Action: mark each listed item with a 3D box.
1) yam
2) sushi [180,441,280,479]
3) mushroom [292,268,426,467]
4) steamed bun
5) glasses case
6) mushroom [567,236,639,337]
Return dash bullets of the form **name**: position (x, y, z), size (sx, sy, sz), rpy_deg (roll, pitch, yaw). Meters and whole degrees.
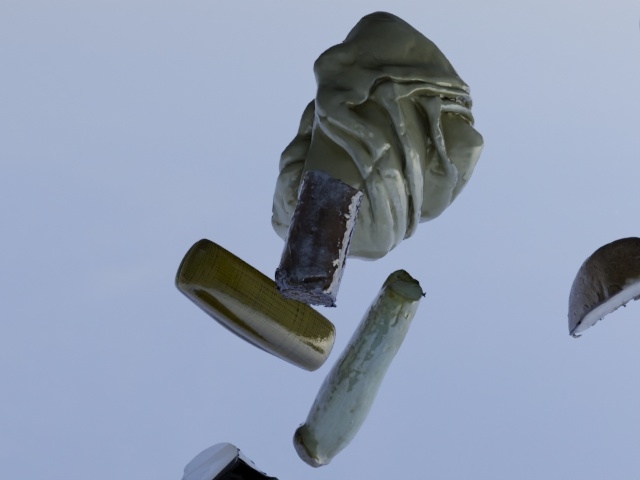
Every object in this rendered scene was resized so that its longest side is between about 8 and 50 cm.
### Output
- **yam**: position (-0.001, -0.001, 1.553), size (0.079, 0.141, 0.079), rpy_deg (16, 169, 3)
- **sushi**: position (-0.130, 0.414, 1.472), size (0.285, 0.329, 0.328), rpy_deg (-22, -173, -13)
- **mushroom**: position (0.053, 0.187, 1.927), size (0.081, 0.312, 0.100), rpy_deg (26, -158, -5)
- **steamed bun**: position (0.082, -0.112, 1.769), size (0.203, 0.276, 0.289), rpy_deg (25, -121, 23)
- **glasses case**: position (-0.075, 0.082, 1.665), size (0.234, 0.079, 0.064), rpy_deg (35, 161, -31)
- **mushroom**: position (0.424, 0.060, 2.040), size (0.072, 0.210, 0.094), rpy_deg (10, -124, -36)
